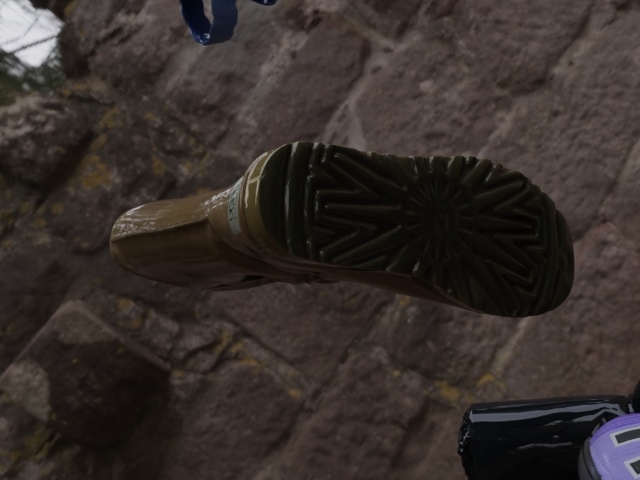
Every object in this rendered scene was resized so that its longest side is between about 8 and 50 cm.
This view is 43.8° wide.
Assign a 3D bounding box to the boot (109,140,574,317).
[{"bbox_3d":[0.000,0.000,0.555,0.269,0.236,0.089,-13,64,62],"label":"boot"}]

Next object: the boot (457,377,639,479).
[{"bbox_3d":[0.190,0.117,0.525,0.207,0.247,0.094,-8,24,21],"label":"boot"}]

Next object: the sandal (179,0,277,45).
[{"bbox_3d":[-0.169,-0.313,0.818,0.126,0.317,0.138,13,76,64],"label":"sandal"}]

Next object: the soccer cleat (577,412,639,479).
[{"bbox_3d":[0.181,0.092,0.239,0.318,0.108,0.117,-144,74,-85],"label":"soccer cleat"}]
